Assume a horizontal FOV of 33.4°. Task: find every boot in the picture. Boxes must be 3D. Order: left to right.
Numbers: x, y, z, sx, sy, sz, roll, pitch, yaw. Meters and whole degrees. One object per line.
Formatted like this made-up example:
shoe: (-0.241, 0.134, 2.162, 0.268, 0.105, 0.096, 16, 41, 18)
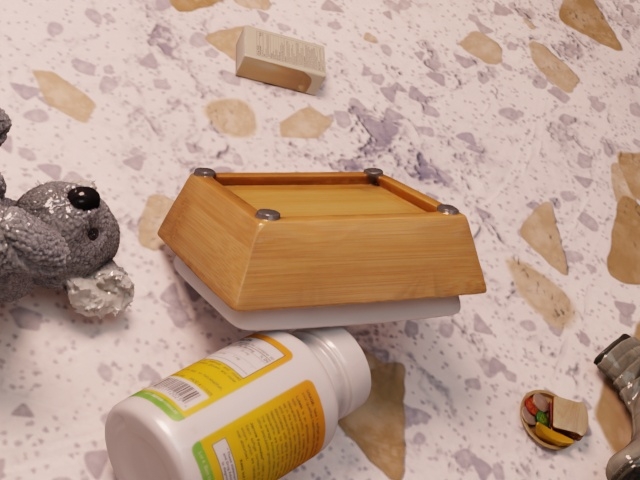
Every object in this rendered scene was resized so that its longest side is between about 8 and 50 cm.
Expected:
boot: (0.382, 0.200, 1.292, 0.246, 0.083, 0.161, -16, 57, -41)

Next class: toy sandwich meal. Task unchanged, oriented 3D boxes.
toy sandwich meal: (0.274, 0.207, 1.251, 0.085, 0.029, 0.086, 14, 51, -18)

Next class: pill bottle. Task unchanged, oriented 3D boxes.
pill bottle: (-0.070, 0.168, 1.031, 0.245, 0.136, 0.136, -25, 70, -38)

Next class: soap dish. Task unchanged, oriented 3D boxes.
soap dish: (0.000, 0.000, 1.144, 0.290, 0.118, 0.229, -3, 19, -27)

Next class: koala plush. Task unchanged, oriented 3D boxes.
koala plush: (-0.291, -0.007, 1.052, 0.221, 0.203, 0.196, 1, 52, -52)

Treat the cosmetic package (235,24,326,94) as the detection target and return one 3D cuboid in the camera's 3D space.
cosmetic package: (-0.053, -0.238, 1.410, 0.115, 0.041, 0.060, 13, 52, -18)
